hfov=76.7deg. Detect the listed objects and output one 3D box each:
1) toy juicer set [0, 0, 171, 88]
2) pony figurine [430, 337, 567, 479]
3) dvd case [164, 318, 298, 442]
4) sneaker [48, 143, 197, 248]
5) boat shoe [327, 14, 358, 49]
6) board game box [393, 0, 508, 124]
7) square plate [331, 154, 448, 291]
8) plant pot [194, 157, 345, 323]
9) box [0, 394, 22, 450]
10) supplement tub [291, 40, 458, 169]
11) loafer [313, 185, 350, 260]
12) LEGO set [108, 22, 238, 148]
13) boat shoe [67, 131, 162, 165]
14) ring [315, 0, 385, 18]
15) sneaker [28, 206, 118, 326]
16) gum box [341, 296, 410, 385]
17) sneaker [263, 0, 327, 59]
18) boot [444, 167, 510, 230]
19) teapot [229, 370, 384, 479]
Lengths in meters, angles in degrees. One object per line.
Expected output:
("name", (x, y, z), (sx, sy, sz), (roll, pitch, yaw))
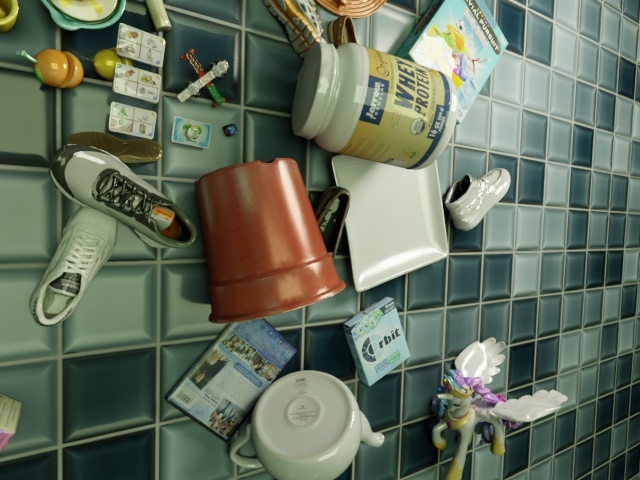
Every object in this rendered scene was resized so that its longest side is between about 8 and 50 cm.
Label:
("toy juicer set", (-0.378, -0.394, 0.690), (0.329, 0.090, 0.209), (-46, 114, -21))
("pony figurine", (0.477, 0.496, 1.195), (0.352, 0.303, 0.362), (-16, 117, -21))
("dvd case", (-0.185, 0.292, 0.894), (0.253, 0.022, 0.180), (-50, 117, -19))
("sneaker", (-0.318, -0.070, 0.693), (0.271, 0.108, 0.100), (44, 64, -49))
("boat shoe", (0.065, -0.446, 0.973), (0.064, 0.060, 0.177), (-19, 103, -29))
("board game box", (0.375, -0.533, 1.145), (0.254, 0.079, 0.335), (41, 73, -27))
("square plate", (0.192, -0.077, 1.083), (0.345, 0.049, 0.346), (-17, 102, -29))
("plant pot", (-0.114, -0.008, 0.791), (0.273, 0.273, 0.264), (-15, 93, -30))
("box", (-0.621, 0.303, 0.573), (0.243, 0.117, 0.213), (40, 73, -27))
("supplement tub", (0.113, -0.294, 0.899), (0.317, 0.228, 0.228), (8, 89, -20))
("loafer", (0.000, 0.000, 0.928), (0.096, 0.084, 0.267), (19, 92, -12))
("LEGO set", (-0.272, -0.280, 0.786), (0.245, 0.060, 0.182), (3, 103, -39))
("boat shoe", (-0.370, -0.158, 0.733), (0.153, 0.049, 0.056), (2, 69, -33))
("ring", (0.056, -0.713, 0.967), (0.337, 0.032, 0.335), (-3, 95, -32))
("sneaker", (-0.414, 0.035, 0.695), (0.090, 0.095, 0.234), (25, 77, -28))
("gum box", (0.153, 0.268, 1.087), (0.157, 0.041, 0.184), (-25, 105, -27))
("sneaker", (-0.038, -0.493, 0.897), (0.083, 0.084, 0.214), (-48, 114, -25))
("boot", (0.476, -0.158, 1.221), (0.258, 0.095, 0.123), (-50, 123, -18))
("teapot", (-0.031, 0.431, 0.889), (0.253, 0.256, 0.186), (-39, 136, -39))
